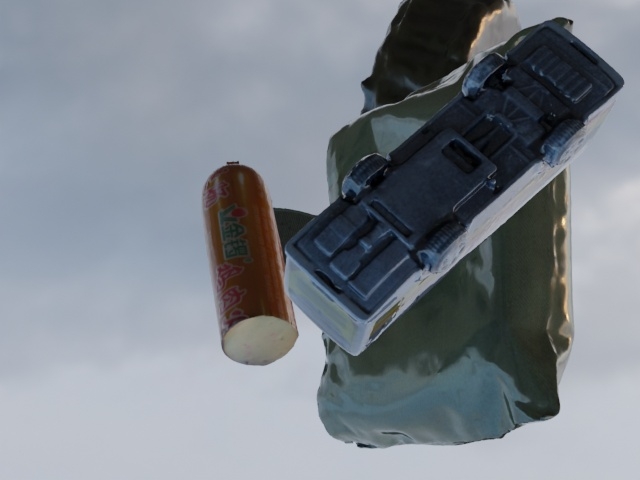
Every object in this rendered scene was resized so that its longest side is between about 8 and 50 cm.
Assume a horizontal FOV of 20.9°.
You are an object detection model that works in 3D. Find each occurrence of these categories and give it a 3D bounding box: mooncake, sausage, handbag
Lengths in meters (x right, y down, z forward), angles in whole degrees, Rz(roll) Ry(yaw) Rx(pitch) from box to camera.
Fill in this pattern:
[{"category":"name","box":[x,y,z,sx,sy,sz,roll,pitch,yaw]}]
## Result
[{"category":"mooncake","box":[0.123,-0.153,1.785,0.124,0.228,0.228,14,-151,21]},{"category":"sausage","box":[-0.072,0.008,1.615,0.071,0.071,0.234,-3,-135,-10]},{"category":"handbag","box":[0.099,0.009,1.334,0.109,0.316,0.253,18,154,-35]}]

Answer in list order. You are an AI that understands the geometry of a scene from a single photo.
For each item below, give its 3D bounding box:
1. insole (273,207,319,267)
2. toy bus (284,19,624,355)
[{"category":"insole","box":[0.000,0.000,1.850,0.232,0.003,0.080,3,-123,16]},{"category":"toy bus","box":[0.066,-0.025,0.847,0.064,0.075,0.190,42,-116,17]}]
